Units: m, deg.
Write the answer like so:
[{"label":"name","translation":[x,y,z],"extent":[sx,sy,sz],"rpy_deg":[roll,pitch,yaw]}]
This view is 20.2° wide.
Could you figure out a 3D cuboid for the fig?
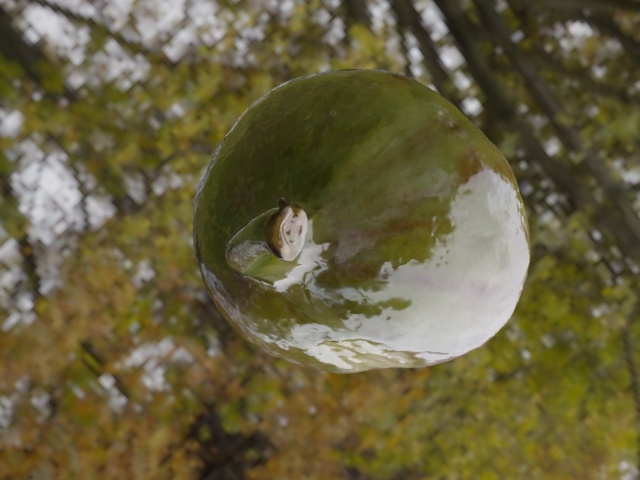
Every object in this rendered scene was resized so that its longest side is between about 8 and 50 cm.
[{"label":"fig","translation":[0.000,0.000,0.729],"extent":[0.149,0.149,0.245],"rpy_deg":[-33,174,17]}]
